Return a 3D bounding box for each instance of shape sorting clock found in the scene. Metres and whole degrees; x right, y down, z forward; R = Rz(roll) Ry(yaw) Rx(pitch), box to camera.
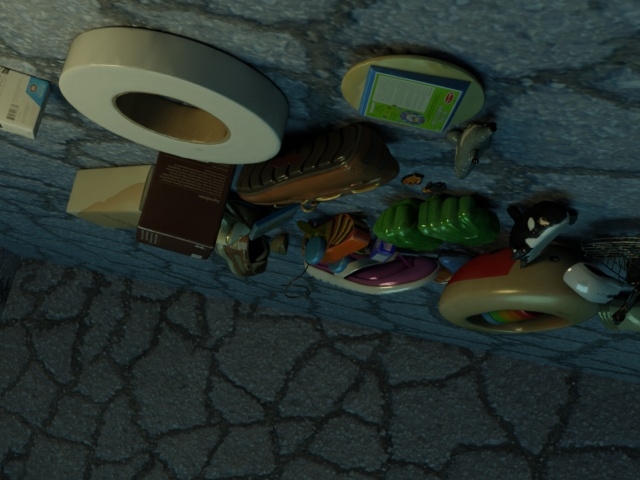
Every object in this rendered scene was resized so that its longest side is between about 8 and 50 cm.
[{"bbox_3d":[0.133,-0.214,1.168,0.206,0.040,0.206,12,163,4],"label":"shape sorting clock"}]

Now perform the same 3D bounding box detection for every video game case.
[{"bbox_3d":[-0.115,-0.047,1.988,0.119,0.015,0.166,-28,175,-14],"label":"video game case"}]

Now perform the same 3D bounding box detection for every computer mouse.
[{"bbox_3d":[0.580,0.106,1.660,0.193,0.042,0.106,24,124,-21],"label":"computer mouse"}]

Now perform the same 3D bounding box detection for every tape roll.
[{"bbox_3d":[-0.246,-0.235,1.385,0.392,0.072,0.392,12,167,3],"label":"tape roll"}]

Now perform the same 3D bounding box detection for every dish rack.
[{"bbox_3d":[0.658,0.032,1.613,0.271,0.074,0.208,27,160,-39],"label":"dish rack"}]

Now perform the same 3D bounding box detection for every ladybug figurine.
[{"bbox_3d":[0.455,0.115,1.898,0.305,0.162,0.449,16,162,-27],"label":"ladybug figurine"}]

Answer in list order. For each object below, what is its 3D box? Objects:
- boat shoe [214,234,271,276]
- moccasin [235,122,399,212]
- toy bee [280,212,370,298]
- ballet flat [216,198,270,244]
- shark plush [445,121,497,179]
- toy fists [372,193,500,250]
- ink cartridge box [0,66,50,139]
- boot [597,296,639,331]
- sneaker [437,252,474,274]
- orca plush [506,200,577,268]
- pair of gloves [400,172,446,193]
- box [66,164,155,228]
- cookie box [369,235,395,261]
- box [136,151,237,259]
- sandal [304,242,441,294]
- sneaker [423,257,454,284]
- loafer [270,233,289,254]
[{"bbox_3d":[-0.206,0.039,2.371,0.116,0.123,0.324,7,167,16],"label":"boat shoe"},{"bbox_3d":[-0.016,-0.126,1.510,0.380,0.139,0.147,-13,143,43],"label":"moccasin"},{"bbox_3d":[0.000,0.000,2.012,0.298,0.162,0.195,-22,142,25],"label":"toy bee"},{"bbox_3d":[-0.252,-0.061,1.986,0.116,0.124,0.342,2,163,34],"label":"ballet flat"},{"bbox_3d":[0.252,-0.146,1.273,0.073,0.067,0.161,17,166,-16],"label":"shark plush"},{"bbox_3d":[0.230,-0.039,1.688,0.142,0.096,0.279,11,169,-39],"label":"toy fists"},{"bbox_3d":[-0.613,-0.271,1.521,0.180,0.104,0.060,17,167,-12],"label":"ink cartridge box"},{"bbox_3d":[0.854,0.208,2.083,0.262,0.095,0.203,24,162,-33],"label":"boot"},{"bbox_3d":[0.388,0.090,2.085,0.209,0.082,0.069,21,167,-25],"label":"sneaker"},{"bbox_3d":[0.420,-0.035,1.607,0.151,0.102,0.287,-36,165,9],"label":"orca plush"},{"bbox_3d":[0.203,-0.110,1.594,0.083,0.010,0.074,17,166,-18],"label":"pair of gloves"},{"bbox_3d":[-0.482,-0.106,2.031,0.311,0.121,0.148,1,162,42],"label":"box"},{"bbox_3d":[0.154,-0.003,1.903,0.040,0.092,0.107,18,167,-5],"label":"cookie box"},{"bbox_3d":[-0.292,-0.085,1.759,0.167,0.203,0.168,16,166,-10],"label":"box"},{"bbox_3d":[0.116,0.057,2.147,0.416,0.169,0.102,4,123,36],"label":"sandal"},{"bbox_3d":[0.296,0.078,2.167,0.175,0.064,0.067,-1,151,39],"label":"sneaker"},{"bbox_3d":[-0.118,0.015,2.313,0.050,0.056,0.148,7,167,-1],"label":"loafer"}]
